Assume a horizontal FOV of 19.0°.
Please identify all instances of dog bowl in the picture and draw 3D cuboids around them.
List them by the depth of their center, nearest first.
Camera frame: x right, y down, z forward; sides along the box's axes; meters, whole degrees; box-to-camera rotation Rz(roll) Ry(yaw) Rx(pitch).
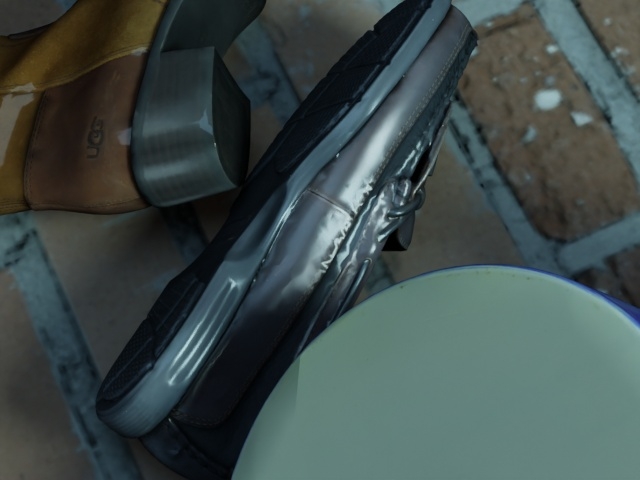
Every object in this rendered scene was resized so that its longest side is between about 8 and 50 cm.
[{"bbox_3d":[0.084,0.147,0.874,0.265,0.104,0.265,-13,68,33],"label":"dog bowl"}]

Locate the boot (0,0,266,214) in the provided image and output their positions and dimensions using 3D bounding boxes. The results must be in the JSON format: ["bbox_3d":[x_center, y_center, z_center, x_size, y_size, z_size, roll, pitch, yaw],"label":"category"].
[{"bbox_3d":[-0.176,-0.112,1.121,0.280,0.096,0.264,-8,61,16],"label":"boot"}]

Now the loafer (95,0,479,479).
[{"bbox_3d":[0.000,0.000,1.036,0.095,0.109,0.302,41,73,-15],"label":"loafer"}]
